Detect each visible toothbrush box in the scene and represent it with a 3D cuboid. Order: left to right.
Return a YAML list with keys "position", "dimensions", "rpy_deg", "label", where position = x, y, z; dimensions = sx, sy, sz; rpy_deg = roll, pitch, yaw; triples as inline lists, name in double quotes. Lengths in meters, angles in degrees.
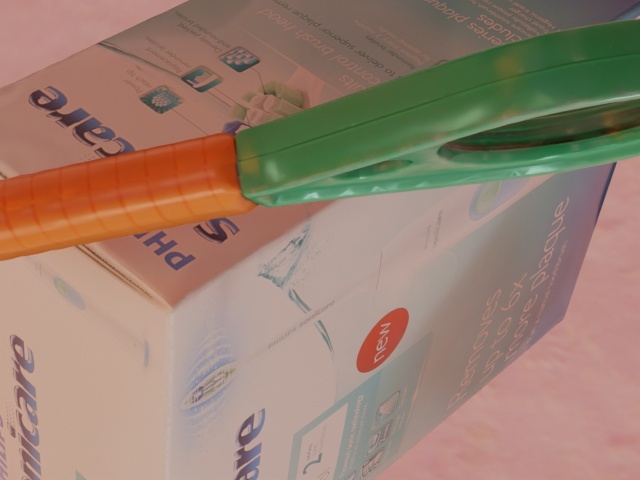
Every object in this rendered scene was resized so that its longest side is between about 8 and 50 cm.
- position: [0.000, 0.000, 0.571]
  dimensions: [0.126, 0.216, 0.295]
  rpy_deg: [37, 49, 27]
  label: "toothbrush box"

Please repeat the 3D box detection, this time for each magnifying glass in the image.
- position: [0.004, -0.022, 0.355]
  dimensions: [0.231, 0.092, 0.026]
  rpy_deg: [-9, 83, 12]
  label: "magnifying glass"
